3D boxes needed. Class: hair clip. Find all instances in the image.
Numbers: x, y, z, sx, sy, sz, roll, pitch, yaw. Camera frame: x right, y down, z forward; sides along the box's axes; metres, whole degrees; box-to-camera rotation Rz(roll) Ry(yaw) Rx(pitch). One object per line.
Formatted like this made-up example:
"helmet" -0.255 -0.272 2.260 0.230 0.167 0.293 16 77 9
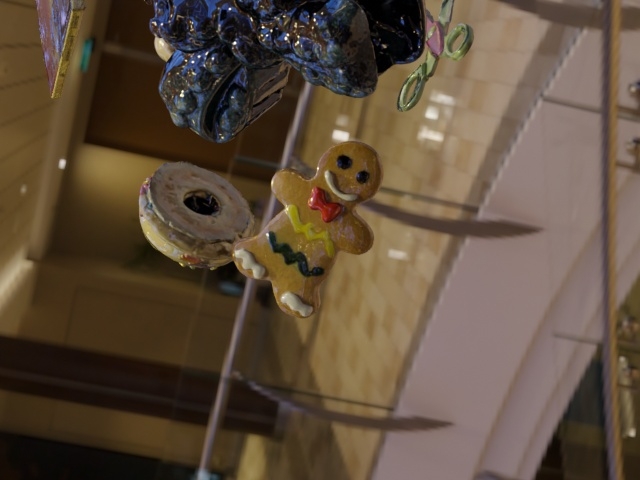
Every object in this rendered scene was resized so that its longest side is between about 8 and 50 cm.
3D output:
"hair clip" -0.056 -0.223 1.101 0.310 0.206 0.194 -12 23 46

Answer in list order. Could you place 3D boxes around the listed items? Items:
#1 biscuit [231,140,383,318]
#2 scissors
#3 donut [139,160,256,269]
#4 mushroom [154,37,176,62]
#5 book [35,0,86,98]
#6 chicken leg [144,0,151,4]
"biscuit" -0.008 -0.024 1.431 0.240 0.158 0.035 -56 -6 12
"scissors" 0.138 -0.241 1.333 0.133 0.020 0.187 -43 26 36
"donut" -0.173 -0.030 1.524 0.068 0.174 0.174 -57 20 35
"mushroom" -0.232 -0.364 2.085 0.122 0.154 0.154 -26 51 55
"book" -0.375 -0.379 1.566 0.374 0.028 0.262 150 111 -69
"chicken leg" -0.269 -0.488 1.782 0.089 0.048 0.219 25 113 49
